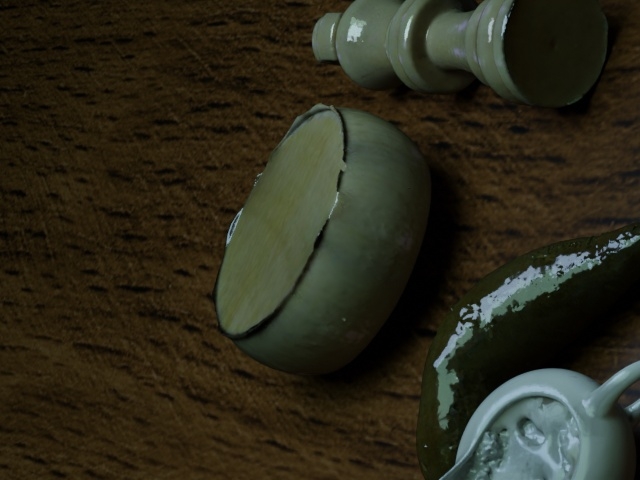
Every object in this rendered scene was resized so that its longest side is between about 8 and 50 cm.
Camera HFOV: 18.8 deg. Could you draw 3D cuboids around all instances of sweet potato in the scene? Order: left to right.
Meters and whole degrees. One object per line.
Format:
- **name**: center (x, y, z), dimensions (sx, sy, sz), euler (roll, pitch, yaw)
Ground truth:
- **sweet potato**: center (0.150, 0.090, 1.551), dimensions (0.310, 0.098, 0.124), euler (-54, 51, 10)

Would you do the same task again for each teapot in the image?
- **teapot**: center (0.177, 0.162, 1.442), dimensions (0.226, 0.092, 0.145), euler (-43, 52, 18)

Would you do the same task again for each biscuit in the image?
- **biscuit**: center (0.068, 0.021, 1.805), dimensions (0.119, 0.019, 0.130), euler (-30, 42, 42)

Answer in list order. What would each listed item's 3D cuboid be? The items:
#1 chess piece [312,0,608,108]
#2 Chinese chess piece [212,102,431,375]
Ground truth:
- **chess piece**: center (0.109, -0.192, 1.831), dimensions (0.397, 0.117, 0.117), euler (12, 76, 60)
- **Chinese chess piece**: center (0.000, 0.000, 1.806), dimensions (0.257, 0.104, 0.257), euler (-51, 26, 36)
